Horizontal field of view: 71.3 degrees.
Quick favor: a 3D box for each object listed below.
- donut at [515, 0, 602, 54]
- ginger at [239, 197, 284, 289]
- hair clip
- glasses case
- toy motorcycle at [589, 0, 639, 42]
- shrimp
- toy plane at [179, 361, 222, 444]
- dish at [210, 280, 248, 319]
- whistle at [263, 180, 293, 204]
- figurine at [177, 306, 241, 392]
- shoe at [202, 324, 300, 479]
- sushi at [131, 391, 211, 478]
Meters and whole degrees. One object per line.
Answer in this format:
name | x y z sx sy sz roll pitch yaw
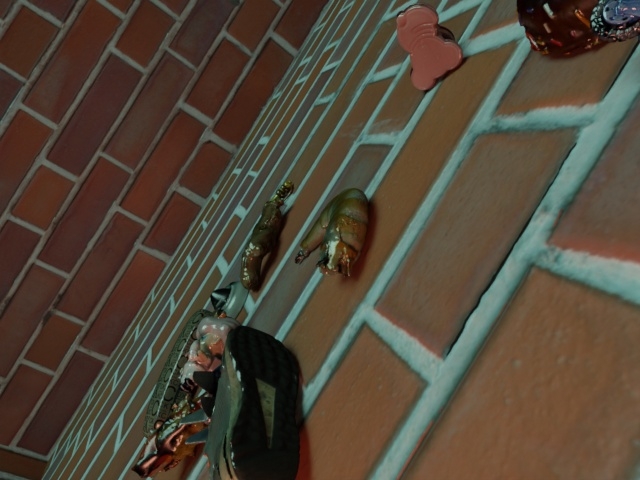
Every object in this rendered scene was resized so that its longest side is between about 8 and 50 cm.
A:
donut | 0.361 -0.360 0.589 0.235 0.089 0.235 -45 28 31
ginger | -0.168 0.002 1.228 0.122 0.084 0.290 -28 37 40
hair clip | 0.208 -0.390 0.887 0.123 0.138 0.102 -20 47 46
glasses case | -0.378 0.354 1.207 0.137 0.085 0.355 -32 36 54
toy motorcycle | 0.376 -0.271 0.435 0.205 0.076 0.114 -49 65 14
shrimp | 0.021 -0.025 0.892 0.185 0.068 0.287 -59 20 -7
toy plane | -0.181 0.290 0.884 0.088 0.212 0.267 -5 18 10
dish | -0.269 0.162 1.240 0.141 0.078 0.141 -46 24 28
whistle | -0.126 -0.140 1.387 0.109 0.046 0.057 -48 9 8
figurine | -0.248 0.245 1.025 0.137 0.112 0.229 -54 6 39
shoe | -0.122 0.292 0.723 0.171 0.132 0.336 -61 20 21
sushi | -0.297 0.409 0.957 0.226 0.097 0.103 -45 27 -6
